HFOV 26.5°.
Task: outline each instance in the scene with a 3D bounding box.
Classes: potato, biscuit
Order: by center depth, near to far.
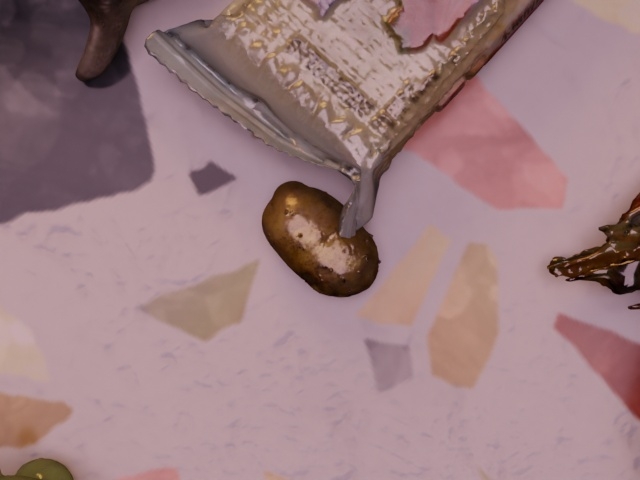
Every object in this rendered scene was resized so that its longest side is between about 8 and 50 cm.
[{"bbox_3d":[0.059,-0.170,0.821,0.186,0.079,0.309,44,91,1],"label":"biscuit"},{"bbox_3d":[0.000,0.000,0.832,0.083,0.040,0.051,45,77,2],"label":"potato"}]

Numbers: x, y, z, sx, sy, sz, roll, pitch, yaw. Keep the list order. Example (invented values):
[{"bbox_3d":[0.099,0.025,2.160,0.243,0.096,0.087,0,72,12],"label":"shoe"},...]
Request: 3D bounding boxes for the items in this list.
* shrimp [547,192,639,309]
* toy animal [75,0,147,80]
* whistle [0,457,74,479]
[{"bbox_3d":[0.263,-0.026,0.817,0.267,0.061,0.145,-20,78,4],"label":"shrimp"},{"bbox_3d":[-0.152,-0.233,0.815,0.168,0.121,0.233,-34,96,16],"label":"toy animal"},{"bbox_3d":[-0.169,0.257,0.788,0.106,0.131,0.288,-13,89,31],"label":"whistle"}]
